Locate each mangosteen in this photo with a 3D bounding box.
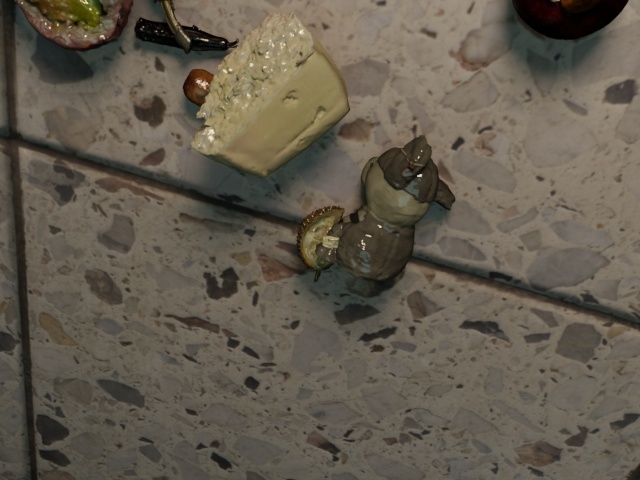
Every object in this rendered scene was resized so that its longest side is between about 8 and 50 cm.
[{"bbox_3d":[0.316,-0.325,0.856,0.152,0.152,0.153,5,125,8],"label":"mangosteen"}]

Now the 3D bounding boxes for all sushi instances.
[{"bbox_3d":[-0.390,-0.376,0.987,0.241,0.108,0.161,20,124,-9],"label":"sushi"}]

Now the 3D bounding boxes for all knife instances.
[{"bbox_3d":[-0.238,-0.382,0.993,0.045,0.021,0.222,-27,105,3],"label":"knife"}]

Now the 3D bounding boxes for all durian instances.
[{"bbox_3d":[0.002,0.000,1.184,0.110,0.071,0.140,12,104,-23],"label":"durian"}]

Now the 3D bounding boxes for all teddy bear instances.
[{"bbox_3d":[0.121,-0.056,1.098,0.171,0.144,0.251,16,112,-41],"label":"teddy bear"}]

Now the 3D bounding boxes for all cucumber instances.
[{"bbox_3d":[-0.202,-0.312,1.040,0.163,0.043,0.039,10,83,2],"label":"cucumber"}]

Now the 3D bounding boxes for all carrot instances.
[{"bbox_3d":[-0.142,-0.218,1.083,0.161,0.055,0.055,26,125,-15],"label":"carrot"}]

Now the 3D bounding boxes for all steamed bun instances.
[{"bbox_3d":[-0.090,-0.207,0.982,0.225,0.170,0.200,-39,151,6],"label":"steamed bun"}]
